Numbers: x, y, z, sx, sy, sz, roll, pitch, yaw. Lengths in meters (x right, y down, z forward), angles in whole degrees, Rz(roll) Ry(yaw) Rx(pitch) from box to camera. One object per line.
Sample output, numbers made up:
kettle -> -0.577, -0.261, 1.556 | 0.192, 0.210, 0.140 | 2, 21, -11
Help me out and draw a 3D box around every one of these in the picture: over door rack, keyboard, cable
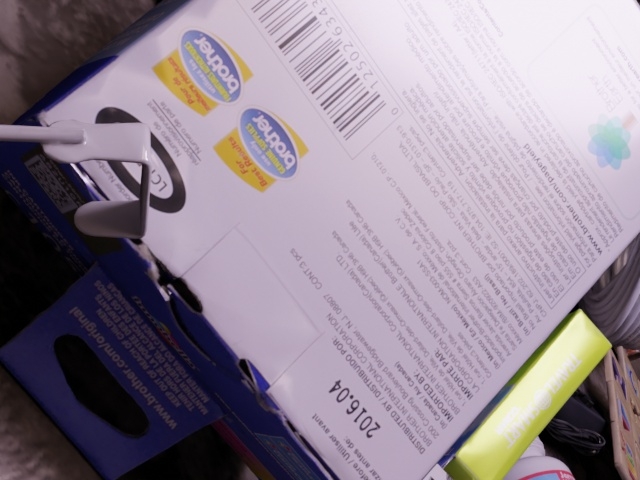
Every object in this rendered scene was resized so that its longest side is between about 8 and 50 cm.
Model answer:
over door rack -> -0.191, 0.030, 0.317 | 0.324, 0.108, 0.239 | 8, 53, -23
keyboard -> 0.179, 0.114, 0.974 | 0.317, 0.033, 0.201 | 34, 16, -40
cable -> 0.389, 0.010, 1.271 | 0.089, 0.257, 0.257 | 18, 80, -2

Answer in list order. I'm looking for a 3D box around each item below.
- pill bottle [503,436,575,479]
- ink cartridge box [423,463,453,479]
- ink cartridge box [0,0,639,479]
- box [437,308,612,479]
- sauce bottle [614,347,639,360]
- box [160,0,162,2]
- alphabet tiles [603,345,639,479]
pill bottle -> 0.178, 0.233, 0.858 | 0.087, 0.087, 0.160 | 29, 29, -45
ink cartridge box -> 0.047, 0.191, 0.682 | 0.135, 0.099, 0.056 | 47, 35, -23
ink cartridge box -> 0.007, -0.035, 0.603 | 0.395, 0.151, 0.270 | -44, 106, -24
box -> 0.123, 0.129, 0.771 | 0.042, 0.109, 0.178 | 49, 62, -1
sauce bottle -> 0.387, 0.094, 1.392 | 0.042, 0.042, 0.128 | 19, 48, -51
box -> -0.054, -0.149, 0.891 | 0.190, 0.045, 0.184 | 33, 41, -42
alphabet tiles -> 0.372, 0.288, 1.154 | 0.342, 0.011, 0.285 | 58, 26, -29
